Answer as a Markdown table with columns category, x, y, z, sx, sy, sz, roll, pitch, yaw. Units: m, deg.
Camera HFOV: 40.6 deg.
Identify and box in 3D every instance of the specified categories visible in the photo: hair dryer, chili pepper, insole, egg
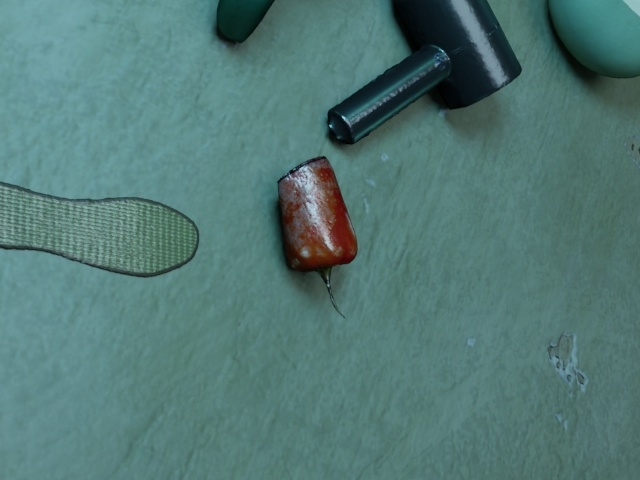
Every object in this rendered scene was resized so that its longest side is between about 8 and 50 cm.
| category | x | y | z | sx | sy | sz | roll | pitch | yaw |
| --- | --- | --- | --- | --- | --- | --- | --- | --- | --- |
| hair dryer | 0.101 | -0.256 | 1.130 | 0.302 | 0.116 | 0.244 | -38 | 103 | -27 |
| chili pepper | 0.000 | 0.000 | 1.020 | 0.086 | 0.084 | 0.192 | -15 | 87 | -20 |
| insole | -0.238 | -0.011 | 0.895 | 0.253 | 0.005 | 0.086 | 9 | 77 | -35 |
| egg | 0.453 | -0.357 | 1.352 | 0.231 | 0.168 | 0.168 | 45 | 59 | -17 |

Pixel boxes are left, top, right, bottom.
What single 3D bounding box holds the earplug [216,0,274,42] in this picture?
| category | x | y | z | sx | sy | sz | roll | pitch | yaw |
| --- | --- | --- | --- | --- | --- | --- | --- | --- | --- |
| earplug | -0.004 | -0.373 | 1.030 | 0.280 | 0.164 | 0.257 | -13 | 99 | -49 |
